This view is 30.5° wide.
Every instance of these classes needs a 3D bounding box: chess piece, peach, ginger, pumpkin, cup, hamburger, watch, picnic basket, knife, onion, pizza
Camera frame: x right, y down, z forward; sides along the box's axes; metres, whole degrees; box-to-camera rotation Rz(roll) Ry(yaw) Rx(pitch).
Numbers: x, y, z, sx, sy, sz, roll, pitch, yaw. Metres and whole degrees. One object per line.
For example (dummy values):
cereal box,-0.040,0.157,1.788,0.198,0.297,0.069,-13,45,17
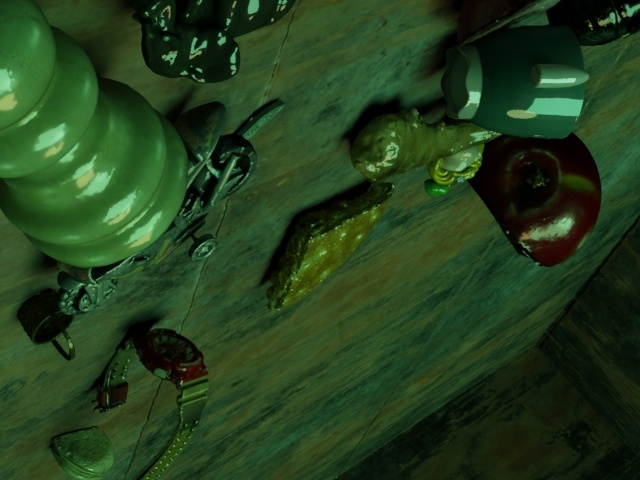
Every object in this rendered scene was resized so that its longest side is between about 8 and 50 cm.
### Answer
chess piece,-0.252,-0.110,1.030,0.182,0.182,0.330,-40,156,-3
peach,0.421,-0.093,2.157,0.201,0.258,0.361,-40,159,15
ginger,0.162,-0.157,1.768,0.294,0.086,0.131,-15,144,-32
pumpkin,0.429,-0.362,1.760,0.194,0.150,0.194,-25,157,-11
cup,0.272,-0.232,1.708,0.173,0.168,0.299,-1,-176,-13
hamburger,-0.381,0.352,1.899,0.054,0.084,0.121,-44,159,14
watch,-0.267,0.256,1.774,0.102,0.165,0.268,-11,143,-53
picnic basket,-0.330,0.111,1.468,0.072,0.083,0.072,-35,159,-15
knife,-0.125,-0.105,1.487,0.210,0.015,0.028,-44,154,8
onion,0.277,-0.359,1.570,0.247,0.111,0.250,-25,-175,37
pizza,0.000,0.000,1.887,0.292,0.058,0.197,-46,159,10

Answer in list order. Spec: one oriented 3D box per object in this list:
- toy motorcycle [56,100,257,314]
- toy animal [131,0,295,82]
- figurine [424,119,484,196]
toy motorcycle,-0.205,-0.029,1.371,0.307,0.108,0.173,-43,155,-1
toy animal,-0.091,-0.234,1.117,0.245,0.114,0.146,-24,155,-38
figurine,0.224,-0.149,1.940,0.115,0.094,0.156,-48,158,-61
